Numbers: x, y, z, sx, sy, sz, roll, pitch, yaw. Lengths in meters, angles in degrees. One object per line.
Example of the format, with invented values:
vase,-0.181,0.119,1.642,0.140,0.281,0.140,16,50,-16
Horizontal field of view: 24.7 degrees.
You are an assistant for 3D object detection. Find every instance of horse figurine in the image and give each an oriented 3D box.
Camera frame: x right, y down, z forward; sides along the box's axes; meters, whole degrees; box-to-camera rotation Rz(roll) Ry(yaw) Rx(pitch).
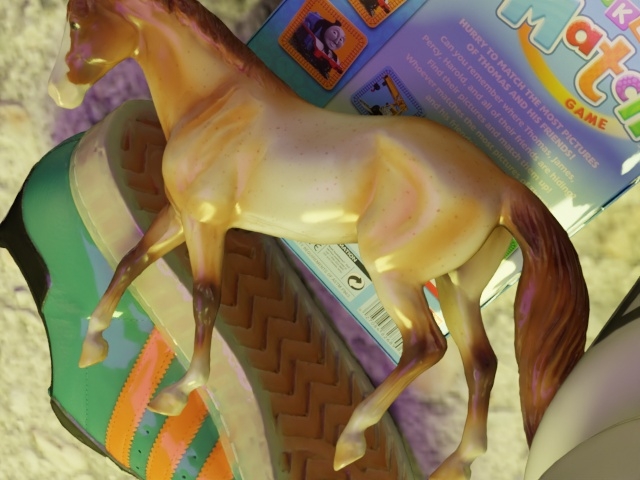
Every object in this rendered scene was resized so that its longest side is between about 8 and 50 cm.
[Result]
horse figurine,0.000,0.000,0.600,0.263,0.066,0.174,17,97,17

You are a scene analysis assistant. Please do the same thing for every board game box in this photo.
board game box,0.054,-0.061,0.626,0.160,0.039,0.211,48,127,1

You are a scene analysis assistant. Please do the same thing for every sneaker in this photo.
sneaker,-0.054,0.086,0.721,0.121,0.108,0.302,-29,88,36

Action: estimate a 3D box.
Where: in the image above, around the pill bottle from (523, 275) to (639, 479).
pill bottle,0.162,0.069,0.475,0.161,0.283,0.161,12,118,24
